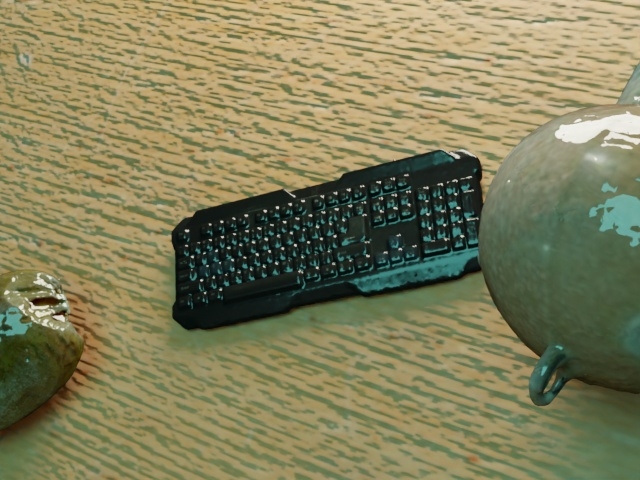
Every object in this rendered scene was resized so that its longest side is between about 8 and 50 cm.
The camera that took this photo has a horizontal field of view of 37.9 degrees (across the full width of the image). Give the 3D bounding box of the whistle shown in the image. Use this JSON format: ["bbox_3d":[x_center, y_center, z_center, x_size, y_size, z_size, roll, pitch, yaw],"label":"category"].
[{"bbox_3d":[0.222,-0.043,0.555,0.189,0.189,0.348,24,69,30],"label":"whistle"}]

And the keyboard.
[{"bbox_3d":[0.000,0.000,0.720,0.262,0.016,0.106,-13,65,19],"label":"keyboard"}]

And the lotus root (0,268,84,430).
[{"bbox_3d":[-0.280,0.105,0.765,0.192,0.088,0.113,-35,66,8],"label":"lotus root"}]
